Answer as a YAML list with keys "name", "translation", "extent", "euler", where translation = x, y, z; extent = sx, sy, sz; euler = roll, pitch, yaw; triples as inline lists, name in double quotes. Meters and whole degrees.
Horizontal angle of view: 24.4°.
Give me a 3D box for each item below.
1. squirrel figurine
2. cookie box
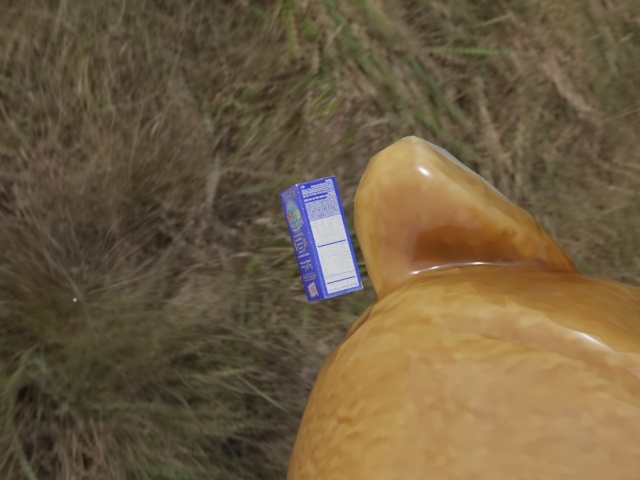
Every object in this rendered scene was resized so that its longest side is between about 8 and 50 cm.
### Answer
- name: "squirrel figurine"
  translation: [0.178, 0.062, 0.322]
  extent: [0.370, 0.397, 0.281]
  euler: [9, 70, 1]
- name: "cookie box"
  translation: [0.000, 0.000, 1.367]
  extent: [0.040, 0.092, 0.107]
  euler: [-14, 89, -12]
